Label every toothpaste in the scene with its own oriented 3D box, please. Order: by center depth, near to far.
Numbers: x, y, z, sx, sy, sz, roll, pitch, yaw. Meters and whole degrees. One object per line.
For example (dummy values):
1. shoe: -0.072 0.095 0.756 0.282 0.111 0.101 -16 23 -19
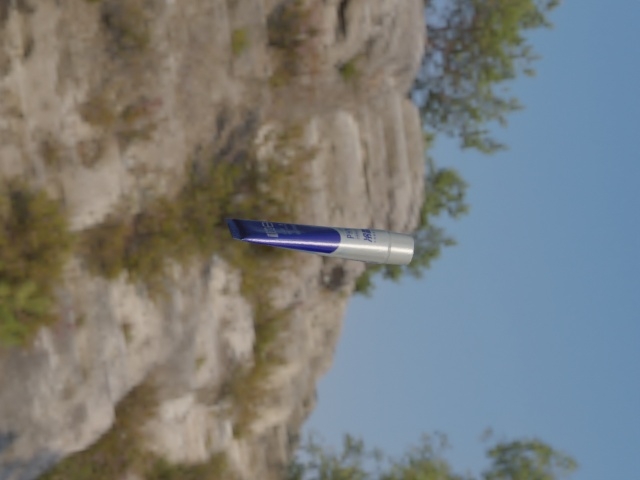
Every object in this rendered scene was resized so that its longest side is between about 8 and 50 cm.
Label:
1. toothpaste: 0.000 0.000 0.588 0.024 0.083 0.015 -117 -144 -65
